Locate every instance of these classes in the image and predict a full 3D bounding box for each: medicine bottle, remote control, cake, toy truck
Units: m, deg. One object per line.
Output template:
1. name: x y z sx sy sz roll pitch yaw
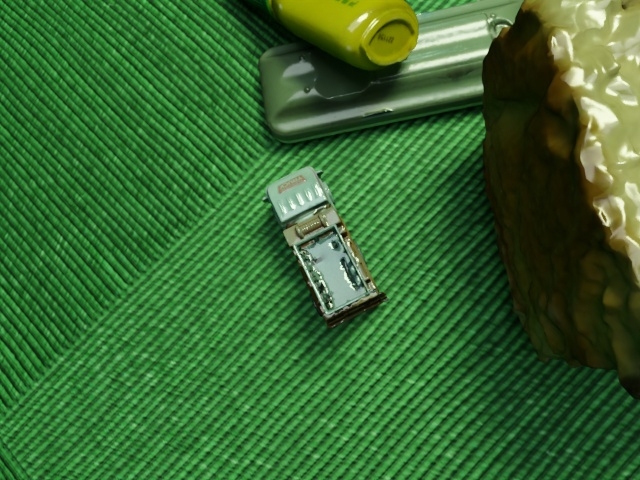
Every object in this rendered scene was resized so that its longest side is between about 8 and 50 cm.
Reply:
1. medicine bottle: -0.020 -0.287 0.594 0.111 0.076 0.309 -19 46 -35
2. remote control: 0.092 -0.213 0.612 0.336 0.065 0.127 -11 79 6
3. cake: 0.322 -0.052 0.437 0.307 0.293 0.313 -10 81 0
4. toy truck: -0.001 0.000 0.554 0.080 0.115 0.177 -27 74 2
